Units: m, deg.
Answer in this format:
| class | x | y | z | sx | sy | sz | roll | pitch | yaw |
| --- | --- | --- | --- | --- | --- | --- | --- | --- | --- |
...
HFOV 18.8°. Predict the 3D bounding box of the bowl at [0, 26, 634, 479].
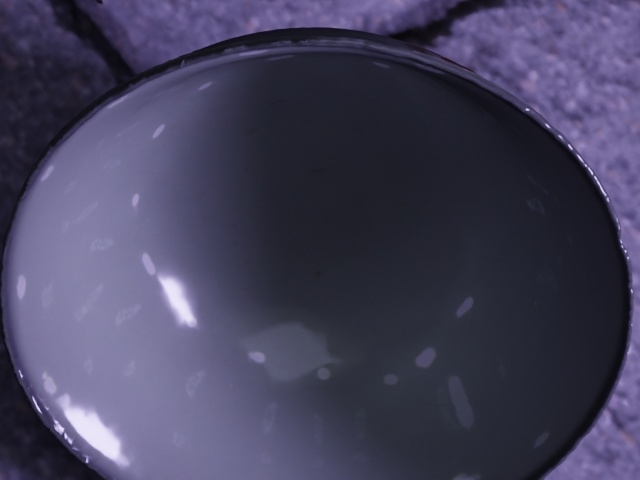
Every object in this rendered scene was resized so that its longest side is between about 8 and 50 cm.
| class | x | y | z | sx | sy | sz | roll | pitch | yaw |
| --- | --- | --- | --- | --- | --- | --- | --- | --- | --- |
| bowl | 0.000 | 0.000 | 1.075 | 0.337 | 0.337 | 0.157 | 14 | 34 | -7 |
